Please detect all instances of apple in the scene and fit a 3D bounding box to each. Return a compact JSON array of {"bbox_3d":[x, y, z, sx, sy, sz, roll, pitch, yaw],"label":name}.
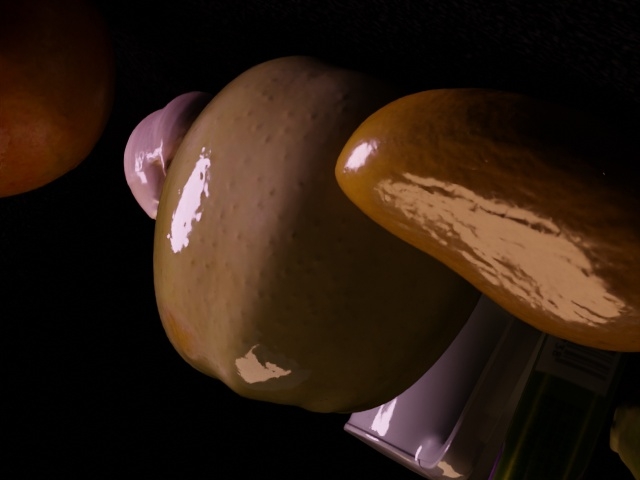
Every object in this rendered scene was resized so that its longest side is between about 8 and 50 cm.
[{"bbox_3d":[0.000,0.000,1.282,0.357,0.357,0.357,27,173,4],"label":"apple"}]

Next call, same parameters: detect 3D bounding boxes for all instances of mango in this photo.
[{"bbox_3d":[0.182,-0.025,1.039,0.331,0.142,0.195,29,136,-2],"label":"mango"}]

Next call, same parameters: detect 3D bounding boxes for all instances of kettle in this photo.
[{"bbox_3d":[0.196,0.136,1.504,0.205,0.318,0.265,35,171,-35],"label":"kettle"}]

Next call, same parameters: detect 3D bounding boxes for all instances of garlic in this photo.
[{"bbox_3d":[-0.113,-0.074,1.661,0.281,0.203,0.184,33,153,-13],"label":"garlic"}]

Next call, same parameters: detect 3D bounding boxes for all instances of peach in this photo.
[{"bbox_3d":[-0.371,-0.200,1.418,0.307,0.308,0.332,27,157,4],"label":"peach"}]

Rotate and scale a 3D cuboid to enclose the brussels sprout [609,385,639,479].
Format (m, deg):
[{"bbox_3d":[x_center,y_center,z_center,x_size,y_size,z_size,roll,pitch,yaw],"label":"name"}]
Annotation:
[{"bbox_3d":[0.465,0.209,1.304,0.344,0.268,0.344,36,-174,-4],"label":"brussels sprout"}]

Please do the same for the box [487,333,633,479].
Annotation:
[{"bbox_3d":[0.254,0.150,1.277,0.097,0.346,0.134,20,167,16],"label":"box"}]
